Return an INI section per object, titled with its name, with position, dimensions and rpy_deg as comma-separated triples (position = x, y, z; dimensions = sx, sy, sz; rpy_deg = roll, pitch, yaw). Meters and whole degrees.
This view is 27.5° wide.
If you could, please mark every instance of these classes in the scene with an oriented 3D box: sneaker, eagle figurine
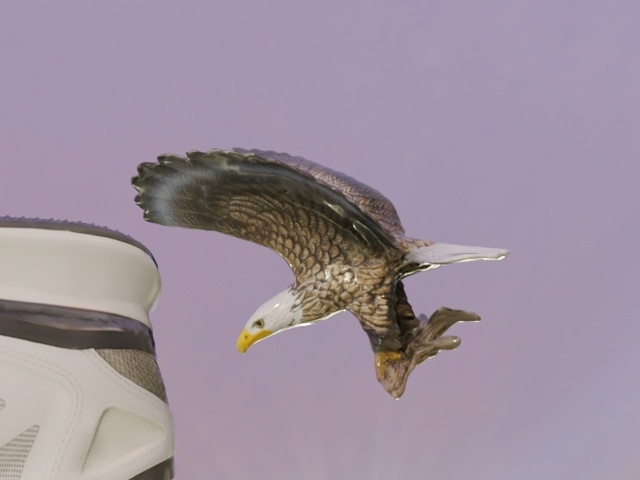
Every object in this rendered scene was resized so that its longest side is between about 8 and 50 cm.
[sneaker]
position = -0.245, 0.118, 0.523
dimensions = 0.447, 0.257, 0.169
rpy_deg = 3, -27, -35
[eagle figurine]
position = -0.008, 0.006, 1.170
dimensions = 0.225, 0.298, 0.226
rpy_deg = -37, -2, -37
